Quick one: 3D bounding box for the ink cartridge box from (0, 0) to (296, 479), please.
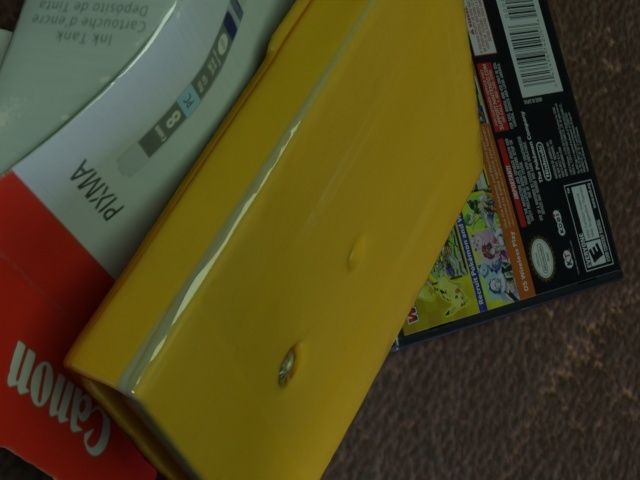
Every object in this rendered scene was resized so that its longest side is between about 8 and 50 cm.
[{"bbox_3d":[-0.074,0.002,0.666,0.308,0.091,0.385,63,36,-62],"label":"ink cartridge box"}]

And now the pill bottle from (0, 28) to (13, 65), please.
[{"bbox_3d":[-0.188,-0.056,0.668,0.086,0.152,0.086,6,74,-22],"label":"pill bottle"}]

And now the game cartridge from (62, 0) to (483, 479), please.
[{"bbox_3d":[0.000,0.000,0.716,0.323,0.053,0.285,-61,156,-22],"label":"game cartridge"}]

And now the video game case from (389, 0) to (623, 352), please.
[{"bbox_3d":[0.108,-0.075,0.952,0.248,0.035,0.274,-13,87,-36],"label":"video game case"}]
